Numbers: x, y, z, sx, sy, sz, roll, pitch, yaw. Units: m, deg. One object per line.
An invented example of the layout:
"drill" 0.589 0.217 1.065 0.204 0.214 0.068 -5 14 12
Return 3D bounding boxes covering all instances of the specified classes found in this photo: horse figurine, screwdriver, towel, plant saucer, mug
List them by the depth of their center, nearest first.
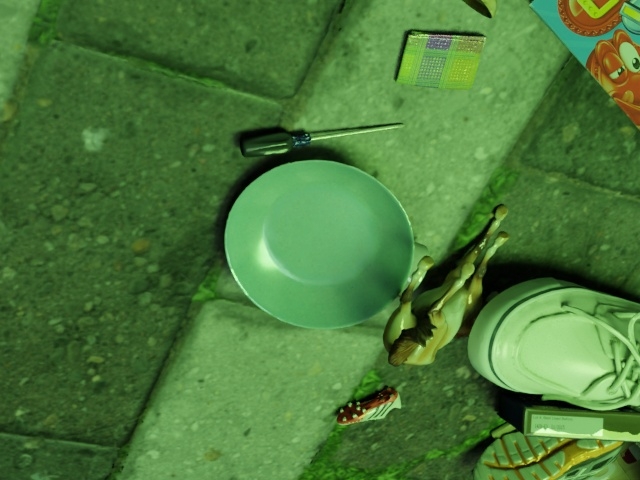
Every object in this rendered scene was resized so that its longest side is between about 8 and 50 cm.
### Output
"towel" 0.117 -0.174 1.085 0.083 0.009 0.060 0 129 -16
"screwdriver" 0.004 -0.103 1.103 0.169 0.024 0.025 -11 160 -10
"plant saucer" 0.000 0.000 1.152 0.194 0.037 0.195 3 117 5
"horse figurine" 0.132 0.069 1.196 0.263 0.066 0.175 -33 152 -51
"mug" 0.069 0.026 1.206 0.064 0.062 0.078 27 111 -24

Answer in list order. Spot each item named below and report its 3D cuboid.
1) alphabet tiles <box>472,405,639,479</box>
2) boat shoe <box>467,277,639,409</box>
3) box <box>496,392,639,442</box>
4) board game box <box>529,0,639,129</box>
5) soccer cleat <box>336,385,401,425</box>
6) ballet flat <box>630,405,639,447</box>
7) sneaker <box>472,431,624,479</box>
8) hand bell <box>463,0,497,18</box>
"alphabet tiles" 0.389 0.276 1.542 0.342 0.011 0.285 -32 130 11
"boat shoe" 0.339 0.137 1.263 0.367 0.156 0.136 12 98 -37
"box" 0.292 0.208 1.346 0.136 0.225 0.037 3 86 0
"board game box" 0.399 -0.199 0.985 0.308 0.086 0.302 -42 88 18
"soccer cleat" 0.060 0.209 1.376 0.083 0.029 0.036 -27 127 1
"ballet flat" 0.502 0.336 1.505 0.147 0.147 0.409 -22 119 2
"sneaker" 0.304 0.291 1.469 0.214 0.084 0.083 -17 136 -3
"hand bell" 0.179 -0.320 0.942 0.242 0.126 0.126 -49 127 7
